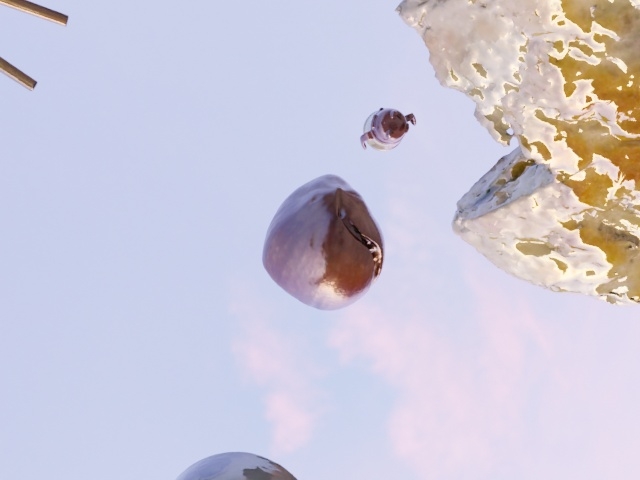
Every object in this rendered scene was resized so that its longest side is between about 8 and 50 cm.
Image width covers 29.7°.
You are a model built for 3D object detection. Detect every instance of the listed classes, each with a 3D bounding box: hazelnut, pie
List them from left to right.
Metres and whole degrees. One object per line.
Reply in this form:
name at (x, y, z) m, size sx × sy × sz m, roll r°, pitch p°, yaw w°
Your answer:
hazelnut at (0.000, 0.000, 2.053) m, size 0.218 × 0.218 × 0.234 m, roll 42°, pitch -167°, yaw -41°
pie at (0.212, -0.083, 0.737) m, size 0.337 × 0.337 × 0.075 m, roll 50°, pitch -147°, yaw -37°

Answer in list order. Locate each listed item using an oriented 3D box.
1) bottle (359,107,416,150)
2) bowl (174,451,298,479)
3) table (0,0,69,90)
bottle at (0.073, -0.122, 1.329) m, size 0.047 × 0.101 × 0.063 m, roll 38°, pitch -91°, yaw -3°
bowl at (-0.146, 0.475, 1.843) m, size 0.146 × 0.289 × 0.289 m, roll 5°, pitch -97°, yaw -74°
table at (-0.232, -0.205, 0.852) m, size 0.111 × 0.240 × 0.122 m, roll 22°, pitch -121°, yaw -7°
